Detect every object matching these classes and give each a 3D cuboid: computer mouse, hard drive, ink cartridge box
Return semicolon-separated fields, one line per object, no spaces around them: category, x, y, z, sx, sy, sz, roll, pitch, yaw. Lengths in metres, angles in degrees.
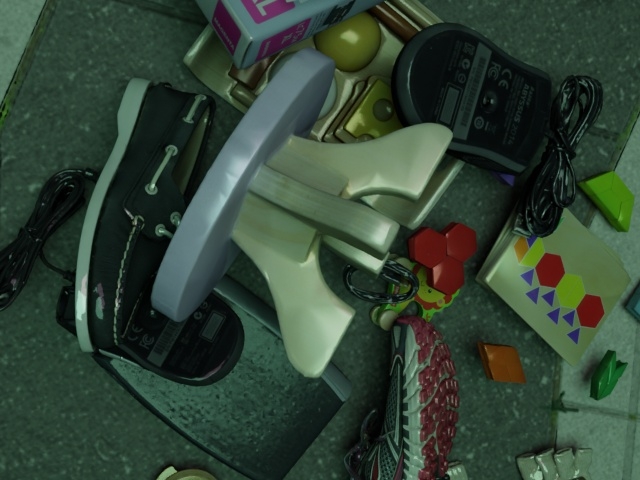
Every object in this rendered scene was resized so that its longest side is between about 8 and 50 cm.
computer mouse;-0.187;0.035;0.819;0.262;0.060;0.184;21;64;2
computer mouse;0.000;0.000;0.889;0.242;0.041;0.071;32;92;-8
hard drive;-0.100;0.147;0.885;0.255;0.054;0.172;41;86;-13
ink cartridge box;0.007;-0.308;0.775;0.311;0.065;0.185;-31;84;-25
computer mouse;0.167;-0.128;0.845;0.272;0.072;0.188;22;88;-32

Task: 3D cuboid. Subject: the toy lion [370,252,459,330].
toy lion;0.114;0.058;0.937;0.096;0.034;0.100;12;94;-21

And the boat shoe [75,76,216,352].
boat shoe;-0.158;-0.034;0.758;0.091;0.114;0.302;7;59;-4

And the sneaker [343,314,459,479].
sneaker;0.083;0.231;0.902;0.112;0.121;0.299;6;94;27

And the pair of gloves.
pair of gloves;0.231;0.360;0.988;0.240;0.042;0.204;-9;98;-10

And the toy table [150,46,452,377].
toy table;-0.011;-0.020;0.735;0.161;0.252;0.274;29;96;6

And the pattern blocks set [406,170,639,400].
pattern blocks set;0.270;0.039;0.944;0.285;0.026;0.325;-44;108;-15

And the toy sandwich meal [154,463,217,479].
toy sandwich meal;-0.150;0.288;0.905;0.086;0.029;0.085;-2;98;-17

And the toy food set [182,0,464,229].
toy food set;0.043;-0.183;0.861;0.306;0.092;0.219;36;88;-13
